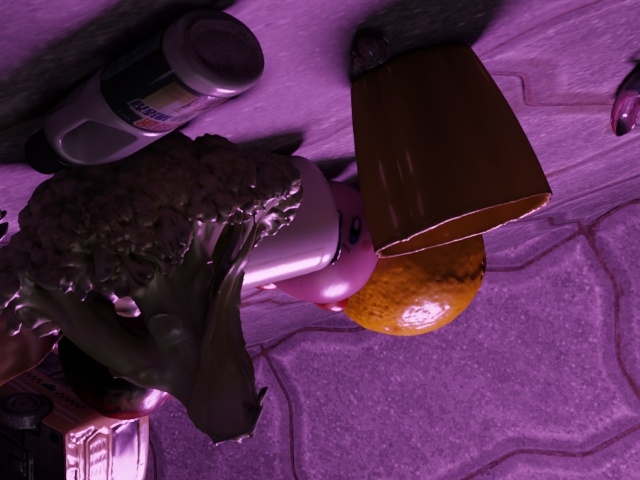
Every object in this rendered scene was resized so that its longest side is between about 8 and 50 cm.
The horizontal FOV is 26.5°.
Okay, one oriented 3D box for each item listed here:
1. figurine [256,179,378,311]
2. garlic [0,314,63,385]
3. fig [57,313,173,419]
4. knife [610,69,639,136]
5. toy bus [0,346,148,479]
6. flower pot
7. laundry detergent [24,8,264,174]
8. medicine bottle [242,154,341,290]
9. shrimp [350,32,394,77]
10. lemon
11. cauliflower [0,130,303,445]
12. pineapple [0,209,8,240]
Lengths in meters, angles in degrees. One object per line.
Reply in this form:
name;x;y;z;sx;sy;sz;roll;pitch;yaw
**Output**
figurine;0.000;0.000;1.791;0.173;0.173;0.173;-18;172;-3
garlic;-0.425;0.134;1.695;0.338;0.196;0.151;-39;179;14
fig;-0.267;0.106;1.753;0.204;0.249;0.186;-39;163;-40
knife;0.439;-0.199;1.825;0.123;0.053;0.278;-22;173;-5
toy bus;-0.414;0.239;1.877;0.365;0.177;0.202;24;-151;36
flower pot;0.120;-0.094;1.378;0.195;0.179;0.195;-16;172;-2
laundry detergent;-0.155;-0.108;1.081;0.225;0.070;0.099;-23;179;35
medicine bottle;-0.119;-0.007;1.550;0.258;0.143;0.143;-15;171;-29
shrimp;0.048;-0.173;1.250;0.038;0.029;0.092;-26;178;-8
lemon;0.121;0.027;1.987;0.228;0.228;0.253;-14;168;-29
cauliflower;-0.160;0.031;1.301;0.327;0.281;0.260;-14;-161;-10
pineapple;-0.424;0.077;1.448;0.169;0.169;0.340;-9;161;-48
